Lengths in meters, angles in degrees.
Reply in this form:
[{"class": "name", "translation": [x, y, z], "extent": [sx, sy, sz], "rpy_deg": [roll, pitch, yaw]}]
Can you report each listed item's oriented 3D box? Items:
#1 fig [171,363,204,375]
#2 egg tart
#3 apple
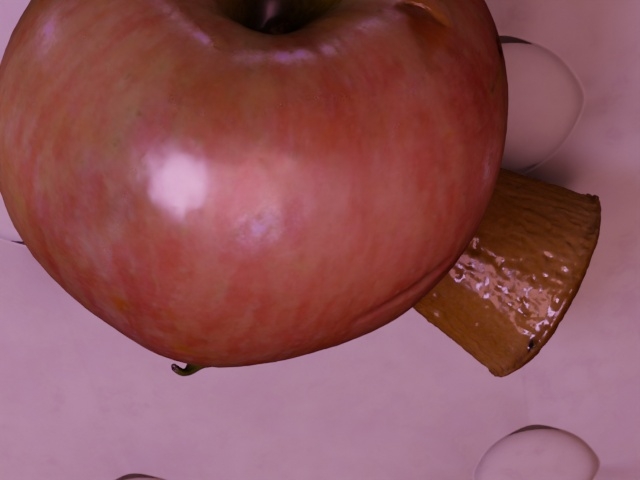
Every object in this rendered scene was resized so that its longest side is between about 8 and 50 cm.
[{"class": "fig", "translation": [-0.125, 0.105, 1.092], "extent": [0.082, 0.098, 0.084], "rpy_deg": [9, 162, 22]}, {"class": "egg tart", "translation": [0.159, 0.017, 0.980], "extent": [0.147, 0.202, 0.202], "rpy_deg": [26, 120, -5]}, {"class": "apple", "translation": [-0.058, -0.083, 0.811], "extent": [0.392, 0.391, 0.346], "rpy_deg": [8, 137, -4]}]
